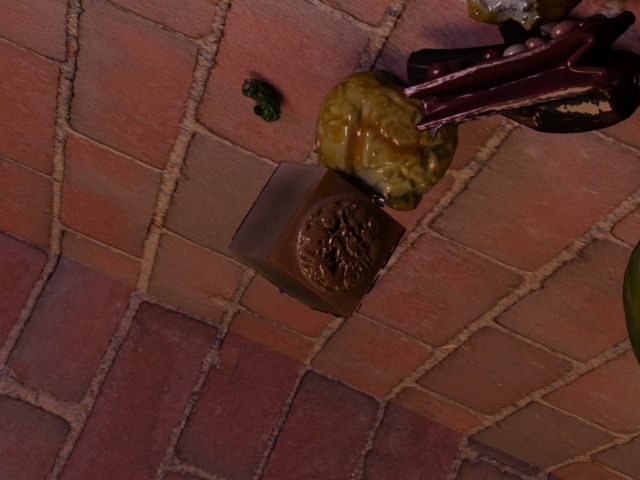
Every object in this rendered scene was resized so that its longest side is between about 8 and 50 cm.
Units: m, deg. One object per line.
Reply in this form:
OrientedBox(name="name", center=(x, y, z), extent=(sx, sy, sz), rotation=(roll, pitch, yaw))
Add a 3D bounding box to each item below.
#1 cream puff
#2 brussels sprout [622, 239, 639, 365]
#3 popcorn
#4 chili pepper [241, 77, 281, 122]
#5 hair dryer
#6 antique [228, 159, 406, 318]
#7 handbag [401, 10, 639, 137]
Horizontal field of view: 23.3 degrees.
OrientedBox(name="cream puff", center=(0.196, -0.281, 1.512), extent=(0.156, 0.121, 0.156), rotation=(35, 147, 27))
OrientedBox(name="brussels sprout", center=(0.537, 0.069, 1.818), extent=(0.354, 0.281, 0.289), rotation=(-7, 124, 6))
OrientedBox(name="popcorn", center=(0.085, -0.115, 1.995), extent=(0.198, 0.198, 0.212), rotation=(18, 143, 15))
OrientedBox(name="chili pepper", center=(-0.077, -0.197, 2.200), extent=(0.055, 0.035, 0.118), rotation=(32, 173, 13))
OrientedBox(name="hair dryer", center=(0.174, -0.260, 1.685), extent=(0.303, 0.120, 0.359), rotation=(18, 152, 42))
OrientedBox(name="antique", center=(0.000, 0.000, 1.957), extent=(0.152, 0.147, 0.148), rotation=(37, 167, -28))
OrientedBox(name="handbag", center=(0.204, -0.166, 1.533), extent=(0.216, 0.074, 0.203), rotation=(-13, -175, 26))
